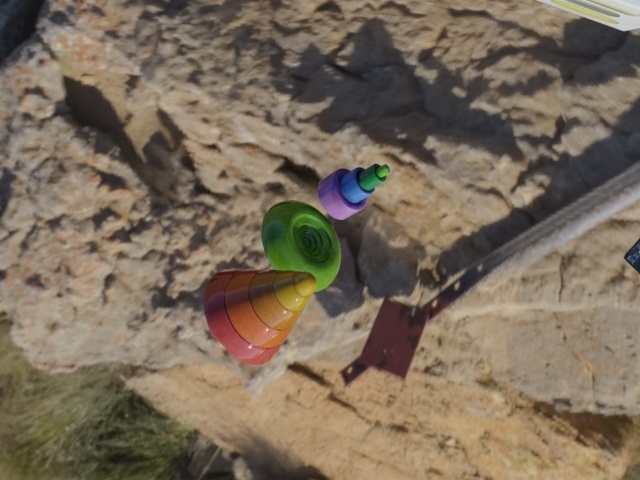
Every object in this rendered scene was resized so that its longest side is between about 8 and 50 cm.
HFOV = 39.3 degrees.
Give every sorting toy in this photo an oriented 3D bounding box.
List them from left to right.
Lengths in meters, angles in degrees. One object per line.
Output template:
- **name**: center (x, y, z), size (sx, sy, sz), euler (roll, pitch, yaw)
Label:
- **sorting toy**: center (0.000, 0.000, 1.112), size (0.126, 0.365, 0.127), euler (-30, 106, 41)

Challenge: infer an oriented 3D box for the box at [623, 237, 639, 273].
- **box**: center (0.396, 0.003, 0.797), size (0.045, 0.184, 0.190), euler (21, 113, -40)

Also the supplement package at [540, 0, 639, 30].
- **supplement package**: center (0.465, -0.494, 1.508), size (0.263, 0.199, 0.198), euler (17, 97, -7)
